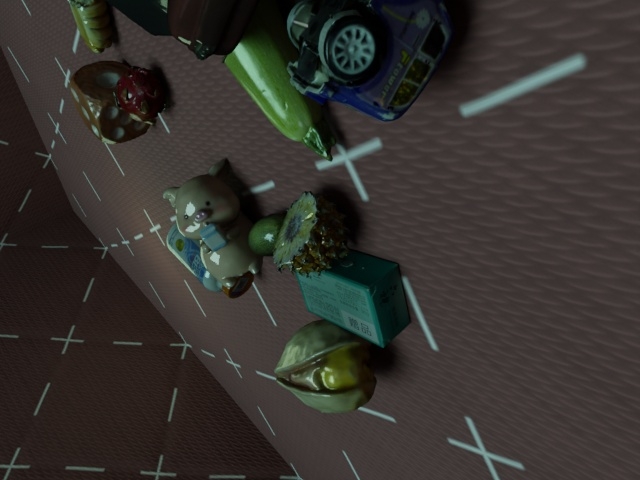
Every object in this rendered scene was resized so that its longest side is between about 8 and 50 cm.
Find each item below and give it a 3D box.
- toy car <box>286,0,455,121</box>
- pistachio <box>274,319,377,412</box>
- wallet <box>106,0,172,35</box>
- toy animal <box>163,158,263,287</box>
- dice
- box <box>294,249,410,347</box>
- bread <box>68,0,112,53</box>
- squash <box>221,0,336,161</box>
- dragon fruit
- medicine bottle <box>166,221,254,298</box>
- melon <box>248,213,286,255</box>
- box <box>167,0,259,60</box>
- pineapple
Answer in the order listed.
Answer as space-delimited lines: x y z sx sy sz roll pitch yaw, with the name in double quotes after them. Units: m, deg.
0.071 -0.261 0.549 0.235 0.158 0.172 -58 31 18 "toy car"
0.012 0.298 1.101 0.230 0.230 0.309 57 157 -1 "pistachio"
-0.346 -0.483 0.988 0.285 0.030 0.146 23 179 42 "wallet"
-0.273 -0.036 1.204 0.213 0.195 0.256 -110 -6 -58 "toy animal"
-0.619 -0.410 1.380 0.174 0.175 0.179 45 151 18 "dice"
0.059 0.105 0.984 0.244 0.092 0.153 19 134 47 "box"
-0.637 -0.618 1.294 0.119 0.084 0.177 44 148 22 "bread"
-0.075 -0.256 0.808 0.137 0.137 0.288 -2 120 55 "squash"
-0.488 -0.388 1.256 0.136 0.133 0.166 57 161 16 "dragon fruit"
-0.331 0.052 1.420 0.288 0.157 0.157 40 146 27 "medicine bottle"
-0.119 -0.011 1.117 0.162 0.099 0.099 -23 100 55 "melon"
-0.104 -0.430 0.580 0.404 0.108 0.263 -40 48 52 "box"
0.002 -0.001 0.926 0.136 0.176 0.161 26 130 -25 "pineapple"
